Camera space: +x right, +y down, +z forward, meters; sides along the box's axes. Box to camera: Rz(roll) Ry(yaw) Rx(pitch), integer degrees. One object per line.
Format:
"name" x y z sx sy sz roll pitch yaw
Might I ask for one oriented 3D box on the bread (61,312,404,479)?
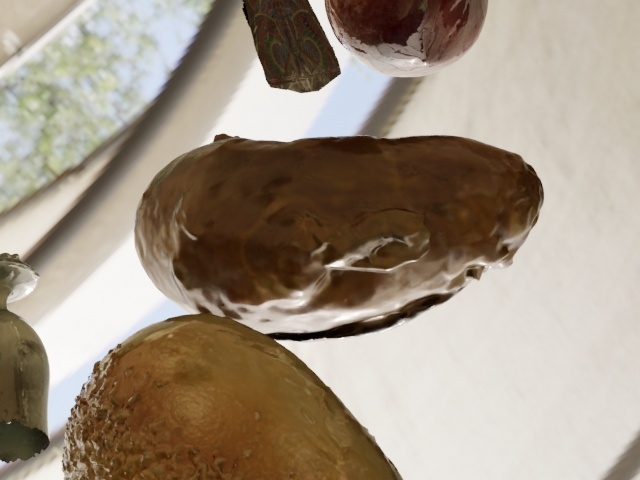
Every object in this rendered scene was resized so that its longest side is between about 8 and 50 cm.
"bread" -0.060 0.200 1.002 0.306 0.305 0.159 5 -150 45

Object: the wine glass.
"wine glass" -0.353 0.132 1.641 0.103 0.103 0.222 -26 -123 19

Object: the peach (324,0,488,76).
"peach" 0.082 -0.214 1.285 0.152 0.152 0.152 -24 -142 21

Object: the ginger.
"ginger" 0.000 0.000 1.094 0.321 0.165 0.172 -1 -152 22

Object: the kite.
"kite" -0.060 -0.285 1.499 0.015 0.285 0.152 -19 180 31
